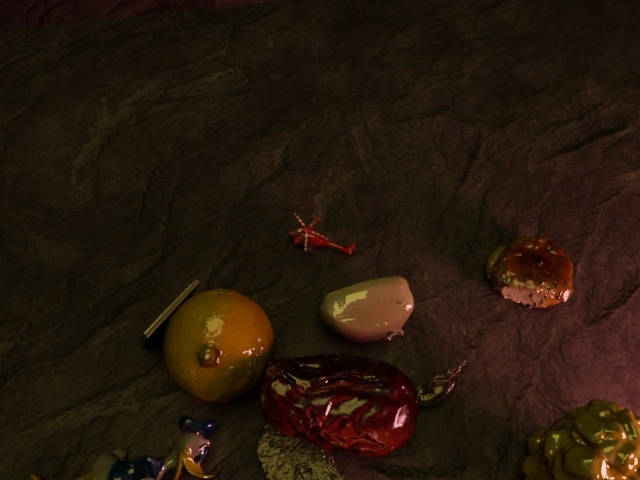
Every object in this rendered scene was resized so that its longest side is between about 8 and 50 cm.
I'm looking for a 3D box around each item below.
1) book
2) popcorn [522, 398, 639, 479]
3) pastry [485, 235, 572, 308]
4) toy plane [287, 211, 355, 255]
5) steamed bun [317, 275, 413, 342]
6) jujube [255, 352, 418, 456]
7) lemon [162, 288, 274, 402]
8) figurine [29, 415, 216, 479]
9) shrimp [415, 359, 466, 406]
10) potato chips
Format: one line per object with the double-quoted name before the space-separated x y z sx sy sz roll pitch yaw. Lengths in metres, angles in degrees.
"book" -0.369 0.183 1.158 0.018 0.242 0.170 42 62 -4
"popcorn" 0.541 0.438 0.918 0.242 0.250 0.235 -11 46 -8
"pastry" 0.563 0.084 1.274 0.218 0.100 0.229 -28 56 -17
"toy plane" 0.002 -0.007 1.383 0.194 0.077 0.126 3 57 -5
"steamed bun" 0.117 0.183 1.184 0.239 0.170 0.152 -16 74 -10
"jujube" 0.032 0.338 1.001 0.342 0.216 0.216 16 51 -17
"lemon" -0.227 0.234 1.080 0.260 0.284 0.260 -2 64 5
"figurine" -0.347 0.475 0.966 0.283 0.204 0.338 15 37 44
"shrimp" 0.285 0.334 1.125 0.165 0.056 0.065 -35 53 -25
"potato chips" -0.041 0.445 1.070 0.202 0.029 0.220 4 54 6
